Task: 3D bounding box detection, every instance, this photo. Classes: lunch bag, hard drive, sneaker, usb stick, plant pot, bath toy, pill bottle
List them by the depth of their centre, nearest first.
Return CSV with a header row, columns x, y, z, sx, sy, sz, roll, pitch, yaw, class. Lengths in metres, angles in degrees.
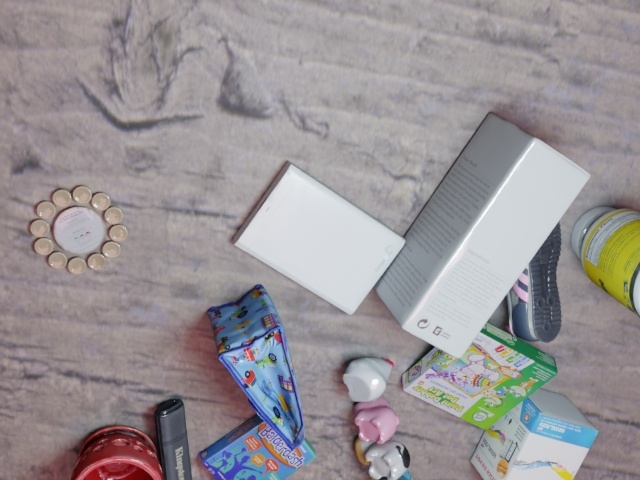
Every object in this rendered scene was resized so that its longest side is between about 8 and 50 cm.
x,y,z,sx,sy,sz,roll,pitch,yaw,class
-0.102,0.274,1.871,0.138,0.221,0.293,-26,113,-3,lunch bag
0.000,0.000,1.895,0.307,0.040,0.203,33,99,-21,hard drive
-0.426,0.491,1.897,0.191,0.174,0.191,-5,111,-12,plant pot
0.670,0.043,1.913,0.188,0.334,0.188,-4,110,-12,pill bottle
-0.317,0.475,1.978,0.077,0.045,0.278,-29,123,-49,usb stick
0.451,0.062,1.996,0.112,0.131,0.319,5,86,-32,sneaker
0.132,0.409,2.032,0.129,0.151,0.348,-32,118,-43,bath toy

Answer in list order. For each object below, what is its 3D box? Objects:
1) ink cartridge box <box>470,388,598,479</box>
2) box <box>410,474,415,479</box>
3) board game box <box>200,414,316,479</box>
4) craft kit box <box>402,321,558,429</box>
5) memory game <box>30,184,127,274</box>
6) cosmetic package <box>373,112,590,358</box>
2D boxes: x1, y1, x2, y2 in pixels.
x,y,z,sx,sy,sz,roll,pitch,yaw,class
0.494,0.480,2.119,0.168,0.171,0.233,18,104,-19,ink cartridge box
0.232,0.676,2.163,0.114,0.103,0.203,-35,114,1,box
-0.138,0.481,2.032,0.210,0.047,0.160,-35,114,0,board game box
0.355,0.300,2.034,0.250,0.061,0.246,27,128,-21,craft kit box
-0.476,-0.020,1.787,0.186,0.012,0.186,-4,111,-12,memory game
0.317,-0.014,1.865,0.161,0.230,0.453,29,101,-22,cosmetic package
